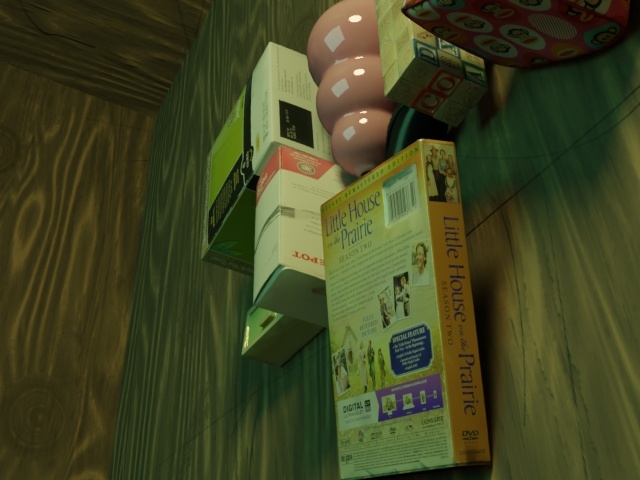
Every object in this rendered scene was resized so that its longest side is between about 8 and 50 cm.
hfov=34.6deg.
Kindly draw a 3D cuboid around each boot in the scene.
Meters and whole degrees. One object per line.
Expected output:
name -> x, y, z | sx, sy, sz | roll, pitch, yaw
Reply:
boot -> 0.143, -0.084, 1.583 | 0.207, 0.094, 0.246 | -98, 27, -58

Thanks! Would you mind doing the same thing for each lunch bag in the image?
lunch bag -> 0.234, -0.327, 1.336 | 0.293, 0.258, 0.120 | 0, 72, 68

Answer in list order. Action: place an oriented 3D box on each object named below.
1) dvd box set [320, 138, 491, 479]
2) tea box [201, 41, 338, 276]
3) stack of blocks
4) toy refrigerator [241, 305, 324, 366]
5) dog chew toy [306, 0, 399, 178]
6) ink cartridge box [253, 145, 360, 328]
dvd box set -> 0.102, 0.109, 1.411 | 0.308, 0.062, 0.420 | -32, 59, 59
tea box -> -0.072, -0.142, 2.011 | 0.323, 0.220, 0.329 | -54, 26, 36
stack of blocks -> 0.183, -0.316, 1.585 | 0.087, 0.171, 0.297 | -52, 28, 41
toy refrigerator -> -0.054, 0.129, 1.903 | 0.269, 0.094, 0.102 | -45, 32, 49
dog chew toy -> 0.079, -0.255, 1.774 | 0.206, 0.207, 0.331 | -41, 43, 53
ink cartridge box -> 0.000, 0.000, 1.715 | 0.117, 0.207, 0.283 | -54, 26, 40
